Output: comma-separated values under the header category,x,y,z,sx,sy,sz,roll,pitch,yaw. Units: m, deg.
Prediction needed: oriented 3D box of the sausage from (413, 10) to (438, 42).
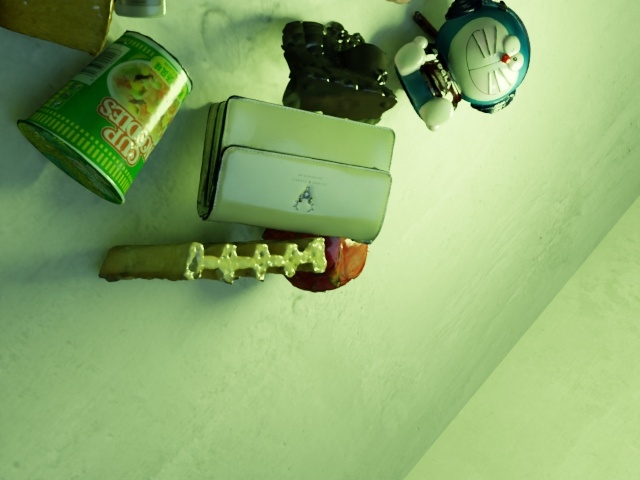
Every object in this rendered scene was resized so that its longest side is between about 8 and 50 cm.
category,x,y,z,sx,sy,sz,roll,pitch,yaw
sausage,0.274,-0.501,1.773,0.198,0.025,0.028,23,54,-52

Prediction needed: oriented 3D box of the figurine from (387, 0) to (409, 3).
category,x,y,z,sx,sy,sz,roll,pitch,yaw
figurine,0.174,-0.551,1.600,0.083,0.067,0.071,-41,120,4

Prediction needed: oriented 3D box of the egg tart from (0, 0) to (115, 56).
category,x,y,z,sx,sy,sz,roll,pitch,yaw
egg tart,-0.374,-0.377,1.037,0.171,0.215,0.215,-1,116,-30

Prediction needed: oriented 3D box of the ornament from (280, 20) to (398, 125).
category,x,y,z,sx,sy,sz,roll,pitch,yaw
ornament,0.027,-0.367,1.459,0.251,0.260,0.106,8,146,-28

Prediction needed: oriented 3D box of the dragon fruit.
category,x,y,z,sx,sy,sz,roll,pitch,yaw
dragon fruit,-0.007,-0.001,1.647,0.241,0.241,0.252,-28,116,-32

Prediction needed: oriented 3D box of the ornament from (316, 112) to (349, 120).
category,x,y,z,sx,sy,sz,roll,pitch,yaw
ornament,0.015,-0.228,1.657,0.180,0.059,0.201,-15,127,-42

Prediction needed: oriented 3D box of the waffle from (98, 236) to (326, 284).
category,x,y,z,sx,sy,sz,roll,pitch,yaw
waffle,-0.208,0.038,1.418,0.348,0.304,0.077,-2,91,-45

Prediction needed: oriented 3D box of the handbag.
category,x,y,z,sx,sy,sz,roll,pitch,yaw
handbag,-0.046,-0.130,1.433,0.359,0.160,0.236,8,93,-24

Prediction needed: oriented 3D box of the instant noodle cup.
category,x,y,z,sx,sy,sz,roll,pitch,yaw
instant noodle cup,-0.338,-0.212,1.196,0.232,0.207,0.207,-56,142,-16

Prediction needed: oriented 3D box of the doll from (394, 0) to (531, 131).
category,x,y,z,sx,sy,sz,roll,pitch,yaw
doll,0.339,-0.415,1.709,0.310,0.240,0.284,-27,111,5

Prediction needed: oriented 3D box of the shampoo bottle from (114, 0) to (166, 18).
category,x,y,z,sx,sy,sz,roll,pitch,yaw
shampoo bottle,-0.289,-0.471,1.157,0.086,0.056,0.227,-1,120,-11
